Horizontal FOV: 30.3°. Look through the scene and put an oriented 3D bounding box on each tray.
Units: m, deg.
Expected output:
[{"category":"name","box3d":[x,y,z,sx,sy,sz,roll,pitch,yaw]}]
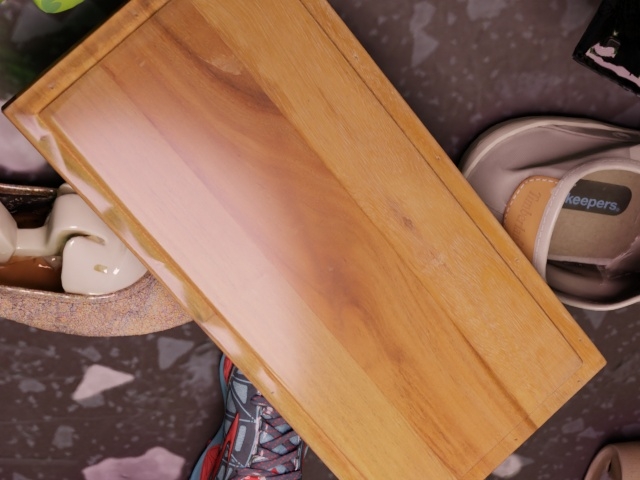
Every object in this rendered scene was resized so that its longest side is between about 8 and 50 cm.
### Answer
[{"category":"tray","box3d":[0.000,0.000,0.813,0.203,0.076,0.411,-42,106,-6]}]

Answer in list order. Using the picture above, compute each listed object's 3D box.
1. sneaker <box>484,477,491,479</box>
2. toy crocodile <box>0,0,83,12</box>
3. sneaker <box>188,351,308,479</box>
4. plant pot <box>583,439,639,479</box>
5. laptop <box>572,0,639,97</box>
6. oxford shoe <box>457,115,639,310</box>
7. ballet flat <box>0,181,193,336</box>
[{"category":"sneaker","box3d":[0.109,0.244,1.105,0.053,0.059,0.144,-14,148,-41]},{"category":"toy crocodile","box3d":[-0.122,-0.245,0.710,0.340,0.105,0.115,-42,86,9]},{"category":"sneaker","box3d":[-0.037,0.178,0.981,0.104,0.125,0.262,7,120,-17]},{"category":"plant pot","box3d":[0.386,0.282,1.095,0.274,0.256,0.257,16,119,-3]},{"category":"laptop","box3d":[0.342,-0.166,0.826,0.264,0.136,0.234,29,99,2]},{"category":"oxford shoe","box3d":[0.328,-0.015,0.941,0.449,0.130,0.169,1,118,-16]},{"category":"ballet flat","box3d":[-0.212,0.002,0.830,0.315,0.108,0.106,4,150,-16]}]
